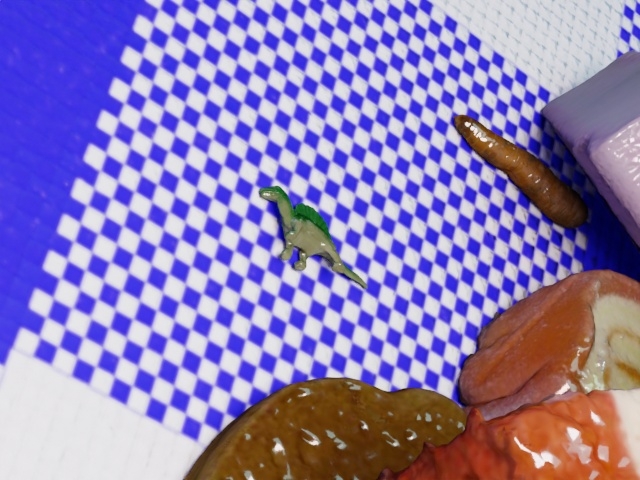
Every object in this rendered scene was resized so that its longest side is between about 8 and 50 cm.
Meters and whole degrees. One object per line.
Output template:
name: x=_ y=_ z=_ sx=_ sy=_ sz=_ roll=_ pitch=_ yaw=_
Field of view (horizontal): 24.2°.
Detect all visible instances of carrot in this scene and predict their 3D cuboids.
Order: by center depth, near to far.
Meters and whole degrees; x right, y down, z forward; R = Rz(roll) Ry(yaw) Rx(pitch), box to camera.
carrot: x=0.184 y=-0.065 z=1.362 sx=0.165 sy=0.036 sz=0.035 roll=39 pitch=52 yaw=-19

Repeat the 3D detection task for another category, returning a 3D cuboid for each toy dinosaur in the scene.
toy dinosaur: x=0.000 y=0.000 z=1.189 sx=0.120 sy=0.029 sz=0.060 roll=32 pitch=40 yaw=-29

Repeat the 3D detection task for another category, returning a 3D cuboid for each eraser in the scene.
eraser: x=0.354 y=0.014 z=1.330 sx=0.359 sy=0.122 sz=0.272 roll=54 pitch=6 yaw=-11

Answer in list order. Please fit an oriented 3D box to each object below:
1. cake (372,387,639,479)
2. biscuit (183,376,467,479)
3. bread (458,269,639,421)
cake: x=0.206 y=0.248 z=0.966 sx=0.320 sy=0.269 sz=0.270 roll=-4 pitch=66 yaw=-34
biscuit: x=0.054 y=0.283 z=1.064 sx=0.381 sy=0.074 sz=0.359 roll=47 pitch=51 yaw=-5
bread: x=0.246 y=0.142 z=1.272 sx=0.244 sy=0.123 sz=0.190 roll=37 pitch=51 yaw=-25
